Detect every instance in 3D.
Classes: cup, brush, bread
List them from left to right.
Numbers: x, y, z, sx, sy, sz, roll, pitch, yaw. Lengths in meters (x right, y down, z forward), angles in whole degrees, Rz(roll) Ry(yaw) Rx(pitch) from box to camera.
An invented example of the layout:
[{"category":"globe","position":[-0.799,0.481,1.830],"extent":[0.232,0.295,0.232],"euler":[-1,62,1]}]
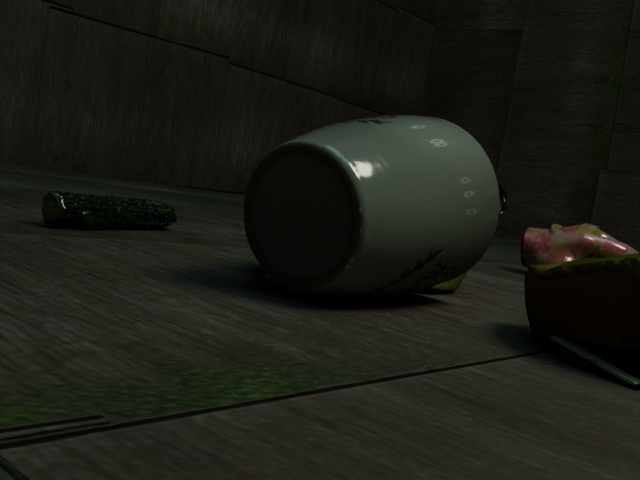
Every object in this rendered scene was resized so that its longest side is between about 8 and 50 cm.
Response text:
[{"category":"cup","position":[0.019,-0.019,0.740],"extent":[0.258,0.186,0.234],"euler":[-24,-8,36]},{"category":"brush","position":[0.205,0.093,0.545],"extent":[0.016,0.013,0.083],"euler":[15,9,-33]},{"category":"bread","position":[0.292,0.043,0.618],"extent":[0.236,0.070,0.236],"euler":[-5,-3,0]}]

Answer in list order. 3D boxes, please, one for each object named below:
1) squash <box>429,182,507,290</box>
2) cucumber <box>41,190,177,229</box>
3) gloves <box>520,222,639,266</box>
[{"category":"squash","position":[0.119,-0.024,0.960],"extent":[0.204,0.155,0.236],"euler":[8,7,-43]},{"category":"cucumber","position":[-0.262,-0.036,0.957],"extent":[0.044,0.043,0.256],"euler":[17,6,22]},{"category":"gloves","position":[0.497,0.029,1.337],"extent":[0.241,0.126,0.145],"euler":[3,-4,30]}]
